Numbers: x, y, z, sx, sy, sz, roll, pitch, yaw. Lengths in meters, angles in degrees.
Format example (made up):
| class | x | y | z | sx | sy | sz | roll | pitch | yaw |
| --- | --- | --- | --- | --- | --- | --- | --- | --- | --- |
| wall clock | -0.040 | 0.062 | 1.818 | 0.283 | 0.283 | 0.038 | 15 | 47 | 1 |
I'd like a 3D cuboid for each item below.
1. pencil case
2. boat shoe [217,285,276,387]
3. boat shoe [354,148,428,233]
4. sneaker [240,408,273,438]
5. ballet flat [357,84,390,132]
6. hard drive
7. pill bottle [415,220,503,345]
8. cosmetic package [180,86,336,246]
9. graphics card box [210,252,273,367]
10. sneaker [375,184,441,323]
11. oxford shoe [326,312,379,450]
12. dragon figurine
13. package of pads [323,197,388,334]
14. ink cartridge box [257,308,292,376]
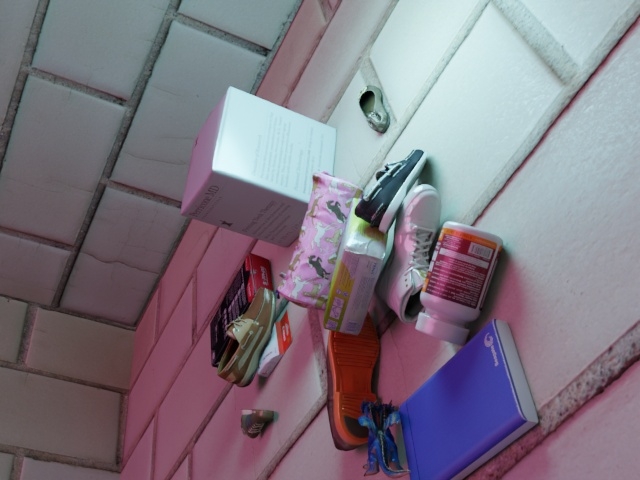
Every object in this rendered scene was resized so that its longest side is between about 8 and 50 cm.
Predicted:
| class | x | y | z | sx | sy | sz | roll | pitch | yaw |
| --- | --- | --- | --- | --- | --- | --- | --- | --- | --- |
| pencil case | 0.000 | 0.000 | 2.018 | 0.160 | 0.167 | 0.386 | 13 | -83 | -80 |
| boat shoe | -0.237 | 0.301 | 2.268 | 0.122 | 0.119 | 0.324 | 2 | 72 | 63 |
| boat shoe | 0.170 | -0.137 | 1.667 | 0.302 | 0.091 | 0.114 | -54 | -12 | -49 |
| sneaker | -0.193 | 0.557 | 2.167 | 0.192 | 0.064 | 0.086 | -23 | 60 | 61 |
| ballet flat | 0.146 | -0.395 | 2.100 | 0.084 | 0.058 | 0.250 | -57 | 27 | 29 |
| hard drive | 0.259 | 0.321 | 1.326 | 0.319 | 0.040 | 0.210 | -54 | 28 | 37 |
| pill bottle | 0.265 | 0.083 | 1.389 | 0.121 | 0.121 | 0.221 | 19 | 90 | 67 |
| cosmetic package | -0.202 | -0.227 | 2.336 | 0.329 | 0.393 | 0.328 | -40 | 38 | 53 |
| graphics card box | -0.285 | 0.258 | 2.552 | 0.371 | 0.094 | 0.233 | -58 | 27 | 27 |
| sneaker | 0.221 | 0.038 | 1.560 | 0.169 | 0.108 | 0.293 | -125 | 46 | -61 |
| oxford shoe | 0.057 | 0.314 | 1.693 | 0.133 | 0.129 | 0.364 | 125 | 154 | -52 |
| dragon figurine | 0.122 | 0.393 | 1.440 | 0.289 | 0.085 | 0.144 | 78 | -174 | -82 |
| package of pads | 0.090 | 0.051 | 1.695 | 0.297 | 0.101 | 0.229 | -76 | 1 | -62 |
| ink cartridge box | -0.152 | 0.322 | 2.266 | 0.179 | 0.045 | 0.145 | -60 | 26 | 32 |
